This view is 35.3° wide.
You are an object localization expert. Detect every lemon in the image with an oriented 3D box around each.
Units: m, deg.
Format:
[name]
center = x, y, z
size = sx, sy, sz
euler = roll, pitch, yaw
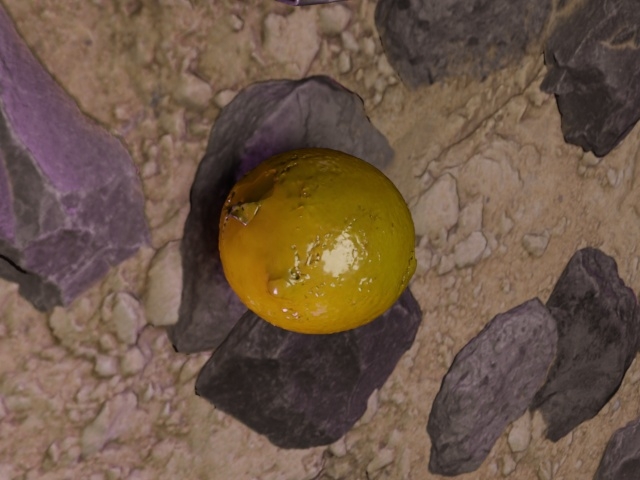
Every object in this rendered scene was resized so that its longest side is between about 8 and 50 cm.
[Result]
[lemon]
center = 0.000, 0.000, 0.915
size = 0.206, 0.173, 0.173
euler = -12, 117, -49

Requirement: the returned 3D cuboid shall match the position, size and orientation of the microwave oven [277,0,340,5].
[microwave oven]
center = 0.048, -0.415, 0.715
size = 0.374, 0.236, 0.432
euler = -15, 119, -34
